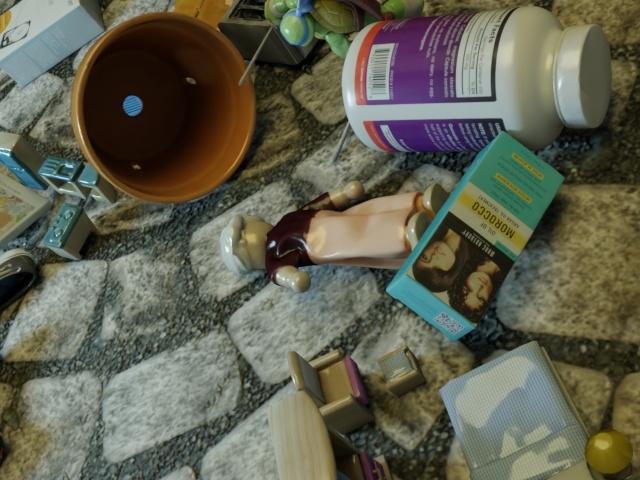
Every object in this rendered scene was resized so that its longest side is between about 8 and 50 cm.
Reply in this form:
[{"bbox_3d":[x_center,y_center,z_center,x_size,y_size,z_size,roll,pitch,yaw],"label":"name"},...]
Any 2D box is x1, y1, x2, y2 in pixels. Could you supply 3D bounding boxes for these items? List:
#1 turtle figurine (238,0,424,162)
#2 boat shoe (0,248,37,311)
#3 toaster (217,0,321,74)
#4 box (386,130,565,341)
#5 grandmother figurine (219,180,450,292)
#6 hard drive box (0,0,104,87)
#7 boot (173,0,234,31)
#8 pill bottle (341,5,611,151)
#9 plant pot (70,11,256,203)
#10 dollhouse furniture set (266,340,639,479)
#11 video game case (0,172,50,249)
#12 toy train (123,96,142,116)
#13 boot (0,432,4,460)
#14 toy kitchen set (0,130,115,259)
[{"bbox_3d":[0.017,-0.318,1.356,0.197,0.275,0.266,24,47,34],"label":"turtle figurine"},{"bbox_3d":[-0.579,0.110,1.502,0.228,0.080,0.076,-37,43,-7],"label":"boat shoe"},{"bbox_3d":[-0.064,-0.392,1.509,0.185,0.110,0.168,17,69,40],"label":"toaster"},{"bbox_3d":[0.185,-0.009,1.025,0.244,0.100,0.060,-53,1,-28],"label":"box"},{"bbox_3d":[0.000,0.000,1.190,0.342,0.104,0.208,-5,28,34],"label":"grandmother figurine"},{"bbox_3d":[-0.605,-0.477,1.944,0.232,0.089,0.181,-32,46,9],"label":"hard drive box"},{"bbox_3d":[-0.259,-0.462,1.695,0.295,0.104,0.211,8,62,32],"label":"boot"},{"bbox_3d":[0.201,-0.206,1.145,0.322,0.181,0.182,4,60,35],"label":"pill bottle"},{"bbox_3d":[-0.276,-0.217,1.419,0.291,0.291,0.203,-52,30,-11],"label":"plant pot"},{"bbox_3d":[0.124,0.166,0.905,0.303,0.198,0.286,-28,47,12],"label":"dollhouse furniture set"},{"bbox_3d":[-0.641,-0.047,1.573,0.206,0.026,0.227,28,50,15],"label":"video game case"},{"bbox_3d":[-0.334,-0.289,1.607,0.080,0.105,0.184,-14,51,11],"label":"toy train"},{"bbox_3d":[-0.541,0.264,1.351,0.178,0.085,0.236,11,71,36],"label":"boot"},{"bbox_3d":[-0.488,-0.076,1.516,0.207,0.122,0.166,12,65,26],"label":"toy kitchen set"}]
